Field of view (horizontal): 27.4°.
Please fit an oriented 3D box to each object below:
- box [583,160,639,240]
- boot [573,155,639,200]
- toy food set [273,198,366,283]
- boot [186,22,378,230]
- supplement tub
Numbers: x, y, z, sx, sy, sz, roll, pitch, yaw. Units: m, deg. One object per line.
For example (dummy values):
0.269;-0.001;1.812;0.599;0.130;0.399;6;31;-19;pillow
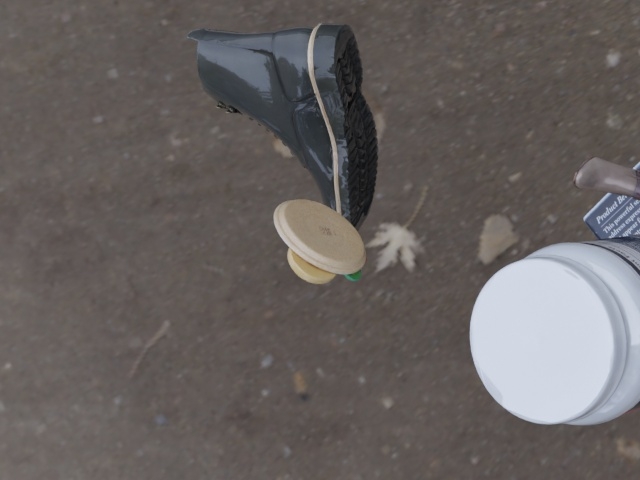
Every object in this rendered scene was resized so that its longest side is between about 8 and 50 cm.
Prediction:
0.616;0.049;1.840;0.212;0.293;0.395;-49;60;34;box
0.372;-0.071;1.635;0.087;0.118;0.042;28;115;24;boot
0.000;0.000;1.009;0.083;0.082;0.020;54;126;31;toy food set
-0.029;-0.098;1.117;0.137;0.077;0.198;6;126;21;boot
0.304;0.093;1.408;0.191;0.272;0.191;4;96;41;supplement tub
